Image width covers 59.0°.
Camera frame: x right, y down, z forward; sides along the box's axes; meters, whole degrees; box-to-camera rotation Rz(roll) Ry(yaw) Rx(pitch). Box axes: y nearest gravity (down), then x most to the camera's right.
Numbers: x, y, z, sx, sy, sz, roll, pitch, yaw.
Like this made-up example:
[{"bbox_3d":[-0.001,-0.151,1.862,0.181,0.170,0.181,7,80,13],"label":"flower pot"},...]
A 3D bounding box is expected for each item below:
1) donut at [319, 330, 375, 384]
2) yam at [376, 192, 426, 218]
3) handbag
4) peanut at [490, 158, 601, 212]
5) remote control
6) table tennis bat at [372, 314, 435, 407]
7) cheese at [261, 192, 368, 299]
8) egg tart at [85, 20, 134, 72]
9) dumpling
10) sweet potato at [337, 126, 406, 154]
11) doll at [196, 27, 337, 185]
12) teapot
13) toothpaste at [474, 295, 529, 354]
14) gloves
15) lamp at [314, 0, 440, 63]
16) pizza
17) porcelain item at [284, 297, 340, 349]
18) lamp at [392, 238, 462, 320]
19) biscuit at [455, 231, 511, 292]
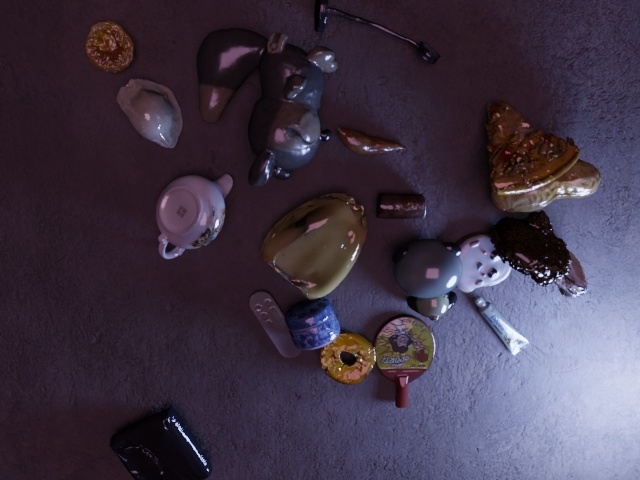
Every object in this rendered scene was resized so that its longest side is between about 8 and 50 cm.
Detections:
[{"bbox_3d":[0.079,0.357,1.761,0.178,0.065,0.162,42,93,-12],"label":"donut"},{"bbox_3d":[0.233,-0.101,1.642,0.141,0.079,0.079,1,105,-4],"label":"yam"},{"bbox_3d":[-0.501,0.675,1.789,0.244,0.088,0.275,-27,109,6],"label":"handbag"},{"bbox_3d":[0.645,-0.161,1.624,0.305,0.147,0.147,-16,106,0],"label":"peanut"},{"bbox_3d":[-0.136,0.258,1.737,0.077,0.022,0.245,-29,105,5],"label":"remote control"},{"bbox_3d":[0.263,0.383,1.798,0.200,0.038,0.310,0,101,-4],"label":"table tennis bat"},{"bbox_3d":[0.000,0.000,1.632,0.259,0.128,0.316,37,106,-20],"label":"cheese"},{"bbox_3d":[-0.548,-0.507,1.485,0.130,0.052,0.130,-1,104,-3],"label":"egg tart"},{"bbox_3d":[-0.443,-0.347,1.517,0.111,0.181,0.155,19,70,25],"label":"dumpling"},{"bbox_3d":[0.138,-0.269,1.600,0.226,0.068,0.068,11,104,-21],"label":"sweet potato"},{"bbox_3d":[-0.148,-0.347,1.507,0.378,0.252,0.383,22,101,23],"label":"doll"},{"bbox_3d":[-0.364,-0.070,1.577,0.204,0.139,0.298,45,101,13],"label":"teapot"},{"bbox_3d":[0.568,0.266,1.790,0.067,0.037,0.255,-41,108,7],"label":"toothpaste"},{"bbox_3d":[0.645,0.033,1.661,0.312,0.135,0.210,23,63,-16],"label":"gloves"},{"bbox_3d":[0.139,-0.549,1.526,0.371,0.130,0.108,19,126,-22],"label":"lamp"},{"bbox_3d":[0.579,-0.264,1.555,0.251,0.074,0.288,-2,76,1],"label":"pizza"},{"bbox_3d":[-0.025,0.242,1.678,0.147,0.147,0.114,-19,104,1],"label":"porcelain item"},{"bbox_3d":[0.320,0.109,1.661,0.197,0.198,0.244,-15,123,-1],"label":"lamp"},{"bbox_3d":[0.491,0.066,1.723,0.208,0.049,0.181,-12,107,0],"label":"biscuit"}]
